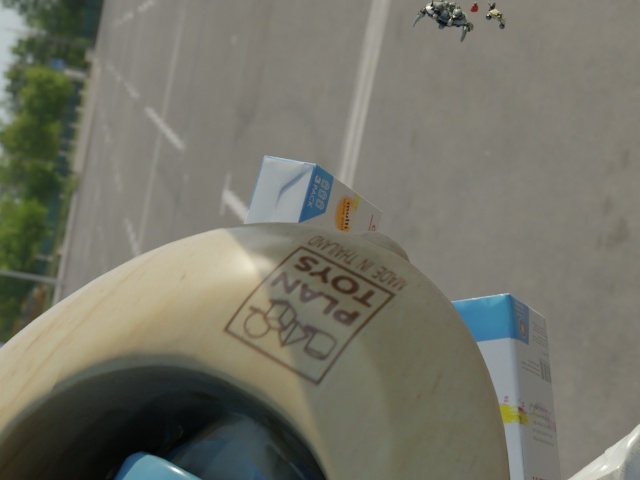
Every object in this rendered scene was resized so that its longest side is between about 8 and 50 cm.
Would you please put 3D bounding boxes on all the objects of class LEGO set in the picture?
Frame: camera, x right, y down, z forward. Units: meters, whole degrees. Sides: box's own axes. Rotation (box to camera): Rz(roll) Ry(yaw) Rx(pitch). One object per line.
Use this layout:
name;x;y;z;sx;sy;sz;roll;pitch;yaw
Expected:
LEGO set;0.119;-0.196;1.157;0.054;0.083;0.023;49;148;32

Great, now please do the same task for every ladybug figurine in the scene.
ladybug figurine;-0.075;0.193;0.629;0.449;0.305;0.162;-54;-27;-16

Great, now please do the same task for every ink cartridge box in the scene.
ink cartridge box;0.199;0.231;1.811;0.198;0.197;0.270;29;-126;-64
ink cartridge box;0.000;0.000;1.288;0.181;0.061;0.104;31;-108;-58

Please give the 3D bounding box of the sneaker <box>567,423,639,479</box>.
sneaker;0.214;0.189;0.992;0.080;0.212;0.094;64;150;10
